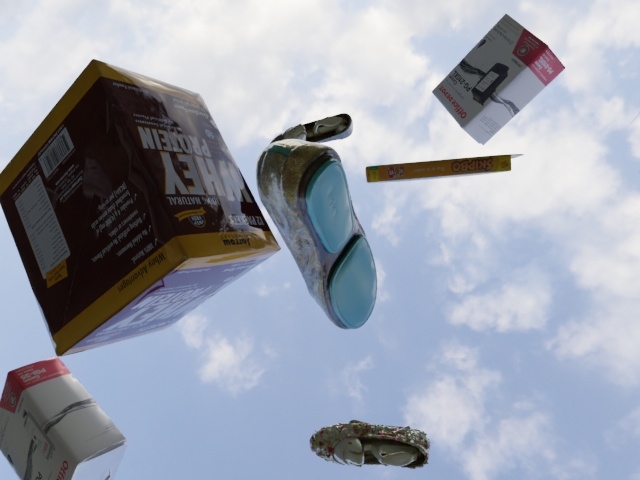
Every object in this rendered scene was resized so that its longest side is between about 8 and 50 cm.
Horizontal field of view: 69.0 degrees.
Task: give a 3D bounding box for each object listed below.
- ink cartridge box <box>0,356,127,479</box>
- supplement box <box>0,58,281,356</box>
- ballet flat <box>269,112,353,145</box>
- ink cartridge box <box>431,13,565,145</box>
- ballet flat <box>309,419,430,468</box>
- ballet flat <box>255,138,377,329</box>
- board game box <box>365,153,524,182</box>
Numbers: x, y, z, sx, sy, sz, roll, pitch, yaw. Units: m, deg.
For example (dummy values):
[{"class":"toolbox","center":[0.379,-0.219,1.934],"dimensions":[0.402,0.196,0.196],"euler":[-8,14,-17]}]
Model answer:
[{"class":"ink cartridge box","center":[-0.576,0.430,1.016],"dimensions":[0.283,0.117,0.207],"euler":[36,-70,24]},{"class":"supplement box","center":[-0.182,-0.024,0.458],"dimensions":[0.191,0.129,0.194],"euler":[-34,-103,25]},{"class":"ballet flat","center":[-0.025,-0.261,1.119],"dimensions":[0.214,0.068,0.072],"euler":[-16,-106,-3]},{"class":"ink cartridge box","center":[0.405,-0.372,1.090],"dimensions":[0.237,0.100,0.171],"euler":[-45,-136,26]},{"class":"ballet flat","center":[0.099,0.402,0.905],"dimensions":[0.241,0.077,0.091],"euler":[-1,-79,-2]},{"class":"ballet flat","center":[0.000,0.000,0.648],"dimensions":[0.123,0.348,0.123],"euler":[-9,-130,10]},{"class":"board game box","center":[0.211,-0.127,0.829],"dimensions":[0.260,0.124,0.039],"euler":[-6,-84,6]}]
